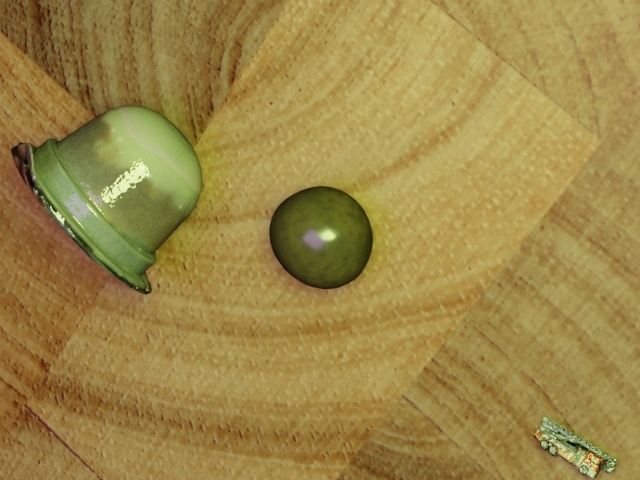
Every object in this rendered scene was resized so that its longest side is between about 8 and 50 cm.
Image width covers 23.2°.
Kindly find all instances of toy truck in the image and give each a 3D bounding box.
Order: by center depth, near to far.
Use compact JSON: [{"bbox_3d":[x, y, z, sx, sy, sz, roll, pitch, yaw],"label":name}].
[{"bbox_3d":[0.242,0.201,1.487,0.083,0.024,0.032,33,83,20],"label":"toy truck"}]

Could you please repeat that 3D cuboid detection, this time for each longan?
[{"bbox_3d":[0.000,0.000,1.531,0.106,0.106,0.119,38,156,15],"label":"longan"}]

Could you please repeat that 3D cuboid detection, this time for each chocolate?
[{"bbox_3d":[-0.202,-0.066,1.576,0.221,0.221,0.147,43,96,13],"label":"chocolate"}]
